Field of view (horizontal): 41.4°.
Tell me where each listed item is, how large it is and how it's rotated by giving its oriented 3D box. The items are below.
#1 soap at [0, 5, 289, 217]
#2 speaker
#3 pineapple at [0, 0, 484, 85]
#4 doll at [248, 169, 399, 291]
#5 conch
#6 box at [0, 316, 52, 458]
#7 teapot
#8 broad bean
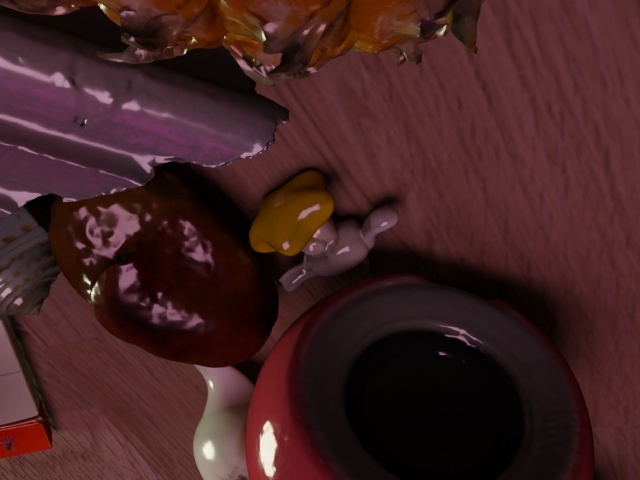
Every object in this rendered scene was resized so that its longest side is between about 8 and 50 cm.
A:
[{"bbox_3d":[-0.200,-0.087,0.626,0.302,0.158,0.257,16,139,-18],"label":"soap"},{"bbox_3d":[0.075,0.171,0.724,0.295,0.294,0.294,8,133,8],"label":"speaker"},{"bbox_3d":[-0.032,-0.230,0.349,0.300,0.352,0.352,12,141,-35],"label":"pineapple"},{"bbox_3d":[0.005,-0.004,0.740,0.135,0.071,0.113,-13,135,19],"label":"doll"},{"bbox_3d":[-0.335,-0.001,0.772,0.200,0.131,0.172,30,170,-1],"label":"conch"},{"bbox_3d":[-0.412,0.178,1.004,0.139,0.035,0.245,-9,131,-10],"label":"box"},{"bbox_3d":[-0.025,0.240,0.922,0.298,0.139,0.204,28,159,-14],"label":"teapot"},{"bbox_3d":[-0.140,0.027,0.765,0.156,0.122,0.228,-25,124,35],"label":"broad bean"}]
